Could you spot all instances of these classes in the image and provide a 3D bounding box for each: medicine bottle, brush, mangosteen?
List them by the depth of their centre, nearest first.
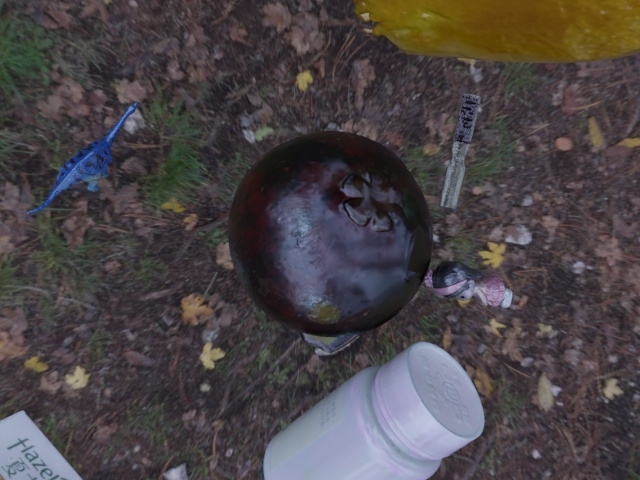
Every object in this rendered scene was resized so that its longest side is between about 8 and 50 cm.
[{"bbox_3d":[0.012,-0.004,1.071,0.311,0.311,0.311,0,92,0],"label":"mangosteen"},{"bbox_3d":[0.084,0.351,1.339,0.213,0.213,0.379,47,120,-2],"label":"medicine bottle"},{"bbox_3d":[0.293,-0.188,1.611,0.043,0.036,0.248,13,94,12],"label":"brush"}]

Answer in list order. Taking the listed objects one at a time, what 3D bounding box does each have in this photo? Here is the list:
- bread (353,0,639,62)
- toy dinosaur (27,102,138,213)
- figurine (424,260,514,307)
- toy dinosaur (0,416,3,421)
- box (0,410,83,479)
[{"bbox_3d":[0.188,-0.309,0.637,0.394,0.361,0.250,15,57,36],"label":"bread"},{"bbox_3d":[-0.506,-0.162,1.668,0.076,0.144,0.329,42,75,0],"label":"toy dinosaur"},{"bbox_3d":[0.217,0.062,1.110,0.129,0.072,0.054,13,93,-22],"label":"figurine"},{"bbox_3d":[-0.646,0.354,1.513,0.251,0.072,0.200,3,131,33],"label":"toy dinosaur"},{"bbox_3d":[-0.151,0.196,0.369,0.199,0.135,0.081,45,120,15],"label":"box"}]
